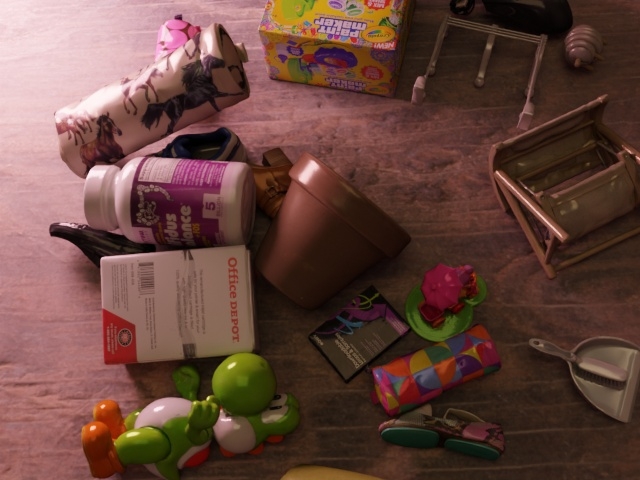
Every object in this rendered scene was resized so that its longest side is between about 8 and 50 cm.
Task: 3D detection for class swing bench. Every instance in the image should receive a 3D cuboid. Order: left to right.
[{"bbox_3d":[0.495,-0.107,1.451,0.253,0.165,0.254,-24,61,-6],"label":"swing bench"}]

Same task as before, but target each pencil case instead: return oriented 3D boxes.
[{"bbox_3d":[-0.333,-0.281,1.519,0.411,0.159,0.183,-26,26,8],"label":"pencil case"},{"bbox_3d":[-0.321,-0.390,1.669,0.098,0.095,0.209,1,68,4],"label":"pencil case"},{"bbox_3d":[0.202,0.233,1.349,0.237,0.104,0.104,-21,66,-6],"label":"pencil case"}]

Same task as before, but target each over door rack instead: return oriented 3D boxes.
[{"bbox_3d":[0.335,-0.346,1.579,0.240,0.108,0.324,15,47,10],"label":"over door rack"}]

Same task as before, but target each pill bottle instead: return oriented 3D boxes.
[{"bbox_3d":[-0.284,-0.073,1.435,0.302,0.169,0.169,3,66,6],"label":"pill bottle"}]

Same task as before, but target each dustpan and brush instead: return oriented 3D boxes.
[{"bbox_3d":[0.475,0.224,1.355,0.211,0.060,0.147,18,68,11],"label":"dustpan and brush"}]

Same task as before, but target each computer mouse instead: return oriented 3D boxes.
[{"bbox_3d":[0.437,-0.542,1.675,0.272,0.072,0.188,21,50,9],"label":"computer mouse"}]

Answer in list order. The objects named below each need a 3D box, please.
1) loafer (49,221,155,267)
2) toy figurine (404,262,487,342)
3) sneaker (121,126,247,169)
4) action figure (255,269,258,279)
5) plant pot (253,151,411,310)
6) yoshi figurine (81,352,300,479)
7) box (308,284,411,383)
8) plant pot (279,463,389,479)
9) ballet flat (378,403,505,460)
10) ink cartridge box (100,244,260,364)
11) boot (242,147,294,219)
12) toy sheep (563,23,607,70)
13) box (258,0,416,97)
[{"bbox_3d":[-0.440,0.016,1.500,0.223,0.076,0.078,15,91,7],"label":"loafer"},{"bbox_3d":[0.241,0.091,1.376,0.173,0.159,0.130,-32,68,-11],"label":"toy figurine"},{"bbox_3d":[-0.304,-0.165,1.545,0.297,0.131,0.111,-20,68,-4],"label":"sneaker"},{"bbox_3d":[-0.152,0.088,1.477,0.038,0.030,0.115,18,66,17],"label":"action figure"},{"bbox_3d":[0.000,0.000,1.409,0.263,0.263,0.229,41,94,19],"label":"plant pot"},{"bbox_3d":[-0.221,0.287,1.306,0.363,0.203,0.203,-10,59,-4],"label":"yoshi figurine"},{"bbox_3d":[0.074,0.176,1.421,0.162,0.029,0.116,-39,69,-11],"label":"box"},{"bbox_3d":[0.059,0.480,1.178,0.294,0.274,0.274,23,69,29],"label":"plant pot"},{"bbox_3d":[0.214,0.331,1.326,0.222,0.076,0.079,9,48,2],"label":"ballet flat"},{"bbox_3d":[-0.254,0.122,1.396,0.273,0.114,0.196,-5,81,3],"label":"ink cartridge box"},{"bbox_3d":[-0.125,-0.090,1.533,0.197,0.073,0.152,-29,71,-6],"label":"boot"},{"bbox_3d":[0.568,-0.416,1.624,0.091,0.091,0.132,16,49,11],"label":"toy sheep"},{"bbox_3d":[0.048,-0.492,1.643,0.290,0.177,0.279,10,68,8],"label":"box"}]
